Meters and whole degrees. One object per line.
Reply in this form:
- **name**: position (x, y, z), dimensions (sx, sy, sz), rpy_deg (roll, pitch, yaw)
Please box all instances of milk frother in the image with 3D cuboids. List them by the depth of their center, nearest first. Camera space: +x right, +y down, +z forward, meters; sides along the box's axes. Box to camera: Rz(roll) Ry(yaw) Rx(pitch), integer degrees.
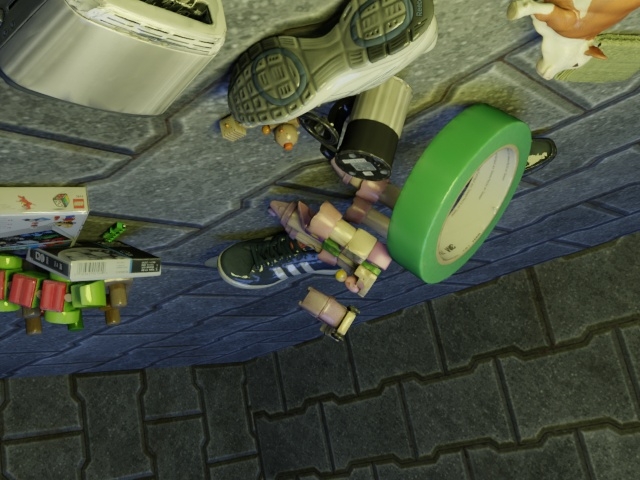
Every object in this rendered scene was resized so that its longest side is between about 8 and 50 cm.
- **milk frother**: position (0.050, -0.177, 0.955), dimensions (0.129, 0.134, 0.143), rpy_deg (9, 159, 20)

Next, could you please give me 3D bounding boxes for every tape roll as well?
- **tape roll**: position (0.245, -0.077, 1.186), dimensions (0.321, 0.077, 0.321), rpy_deg (-40, 150, -29)

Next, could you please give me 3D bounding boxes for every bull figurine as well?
- **bull figurine**: position (0.314, -0.296, 0.780), dimensions (0.188, 0.101, 0.310), rpy_deg (-3, 162, -22)

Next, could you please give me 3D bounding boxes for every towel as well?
- **towel**: position (0.451, -0.284, 1.056), dimensions (0.148, 0.027, 0.110), rpy_deg (-5, 162, -18)

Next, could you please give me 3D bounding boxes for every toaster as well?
- **toaster**: position (-0.195, -0.211, 0.668), dimensions (0.227, 0.129, 0.146), rpy_deg (7, 154, -45)

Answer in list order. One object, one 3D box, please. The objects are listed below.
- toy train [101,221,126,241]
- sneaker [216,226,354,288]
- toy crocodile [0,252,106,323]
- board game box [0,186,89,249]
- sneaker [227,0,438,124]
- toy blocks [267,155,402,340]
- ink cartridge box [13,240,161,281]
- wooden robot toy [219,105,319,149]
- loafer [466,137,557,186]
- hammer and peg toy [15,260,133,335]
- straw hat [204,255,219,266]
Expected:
- **toy train**: position (-0.421, -0.017, 1.377), dimensions (0.024, 0.017, 0.083), rpy_deg (15, 151, -38)
- **sneaker**: position (-0.065, 0.019, 1.585), dimensions (0.350, 0.131, 0.148), rpy_deg (-10, 158, -27)
- **toy crocodile**: position (-0.578, 0.094, 1.335), dimensions (0.340, 0.115, 0.105), rpy_deg (9, -177, 8)
- **board game box**: position (-0.566, -0.033, 1.148), dimensions (0.305, 0.053, 0.193), rpy_deg (-3, 163, -29)
- **sneaker**: position (0.017, -0.213, 0.859), dimensions (0.297, 0.111, 0.129), rpy_deg (-17, 169, 23)
- **toy blocks**: position (0.000, 0.000, 1.326), dimensions (0.260, 0.309, 0.288), rpy_deg (32, 169, 1)
- **ink cartridge box**: position (-0.462, 0.032, 1.351), dimensions (0.208, 0.045, 0.206), rpy_deg (15, -170, 37)
- **wooden robot toy**: position (-0.064, -0.169, 0.989), dimensions (0.173, 0.079, 0.076), rpy_deg (-15, 164, 11)
- **loafer**: position (0.352, -0.153, 1.343), dimensions (0.223, 0.076, 0.078), rpy_deg (-14, 172, 22)
- **hammer and peg toy**: position (-0.619, 0.131, 1.541), dimensions (0.361, 0.127, 0.266), rpy_deg (-5, 163, -23)
- **straw hat**: position (-0.224, 0.077, 1.759), dimensions (0.144, 0.061, 0.144), rpy_deg (-11, 163, -3)
